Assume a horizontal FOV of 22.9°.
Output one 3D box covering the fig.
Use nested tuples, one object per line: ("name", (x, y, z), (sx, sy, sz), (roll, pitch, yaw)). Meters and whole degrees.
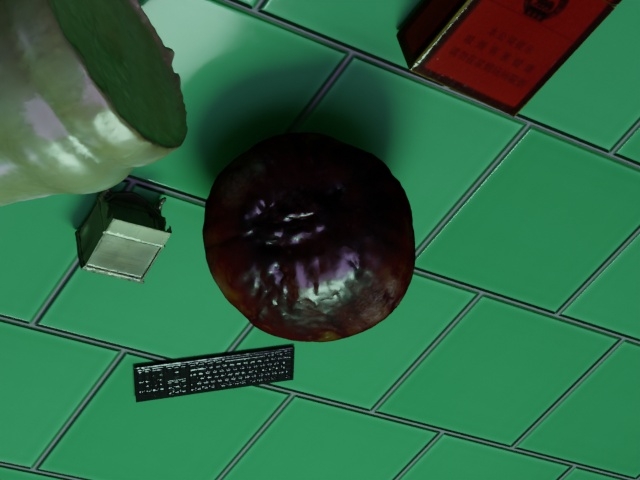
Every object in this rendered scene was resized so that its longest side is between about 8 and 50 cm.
("fig", (-0.003, 0.001, 1.704), (0.224, 0.224, 0.263), (-26, 134, 10))

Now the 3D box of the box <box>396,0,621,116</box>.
("box", (0.210, -0.249, 1.605), (0.153, 0.074, 0.240), (23, 124, -29))

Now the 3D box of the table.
("table", (-0.215, -0.009, 1.728), (0.079, 0.062, 0.083), (14, 129, -28))

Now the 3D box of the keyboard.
("keyboard", (-0.132, 0.168, 1.975), (0.202, 0.011, 0.067), (-7, 135, -11))

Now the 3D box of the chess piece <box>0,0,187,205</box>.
("chess piece", (-0.365, -0.084, 1.503), (0.442, 0.234, 0.234), (-29, 136, 17))
